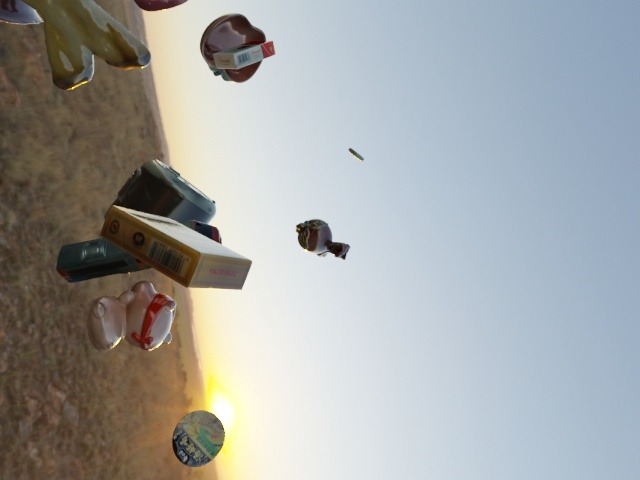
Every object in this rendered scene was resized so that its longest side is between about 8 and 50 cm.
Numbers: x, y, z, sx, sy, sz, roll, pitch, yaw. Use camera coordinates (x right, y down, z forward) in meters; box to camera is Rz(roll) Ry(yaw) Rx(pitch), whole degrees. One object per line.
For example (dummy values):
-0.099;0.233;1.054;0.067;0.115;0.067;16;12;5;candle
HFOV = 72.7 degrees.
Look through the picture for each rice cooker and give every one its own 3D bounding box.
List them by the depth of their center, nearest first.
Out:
-0.590;-0.094;1.594;0.335;0.325;0.335;37;-2;1;rice cooker

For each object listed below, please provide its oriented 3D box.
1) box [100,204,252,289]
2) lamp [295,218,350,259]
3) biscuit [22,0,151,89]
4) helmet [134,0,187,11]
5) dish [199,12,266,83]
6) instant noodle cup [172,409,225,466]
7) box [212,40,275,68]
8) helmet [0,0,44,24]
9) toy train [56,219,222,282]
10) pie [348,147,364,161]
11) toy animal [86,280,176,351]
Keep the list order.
-0.304;0.017;0.927;0.273;0.174;0.076;24;-88;26;box
0.002;-0.012;1.873;0.215;0.223;0.151;10;-98;48;lamp
-0.359;-0.330;0.614;0.047;0.164;0.208;-104;177;-47;biscuit
-0.385;-0.651;0.929;0.154;0.198;0.254;-54;133;-81;helmet
-0.283;-0.607;1.356;0.090;0.213;0.214;50;-31;34;dish
-0.371;0.592;1.298;0.122;0.151;0.152;-47;-125;55;instant noodle cup
-0.219;-0.540;1.261;0.100;0.152;0.048;22;-42;37;box
-0.792;-0.631;0.936;0.385;0.337;0.230;-68;176;-69;helmet
-0.467;0.022;1.133;0.089;0.408;0.086;78;0;-53;toy train
0.147;-0.352;1.787;0.020;0.084;0.084;-51;-143;14;pie
-0.451;0.189;1.051;0.171;0.197;0.172;-3;-93;57;toy animal
